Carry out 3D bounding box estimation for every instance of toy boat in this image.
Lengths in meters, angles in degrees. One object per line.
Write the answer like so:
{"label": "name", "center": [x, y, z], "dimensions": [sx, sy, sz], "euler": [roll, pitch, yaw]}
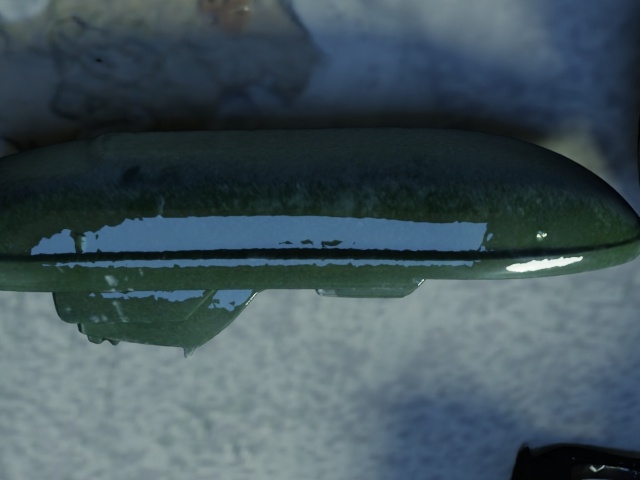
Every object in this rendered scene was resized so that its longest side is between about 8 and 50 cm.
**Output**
{"label": "toy boat", "center": [0.000, 0.000, 0.727], "dimensions": [0.260, 0.078, 0.085], "euler": [-2, 111, -5]}

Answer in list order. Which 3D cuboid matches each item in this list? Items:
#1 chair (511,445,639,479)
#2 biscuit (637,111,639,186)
{"label": "chair", "center": [0.075, 0.171, 0.854], "dimensions": [0.229, 0.106, 0.113], "euler": [1, 128, -10]}
{"label": "biscuit", "center": [0.266, -0.027, 0.724], "dimensions": [0.268, 0.115, 0.366], "euler": [-36, 123, 18]}
